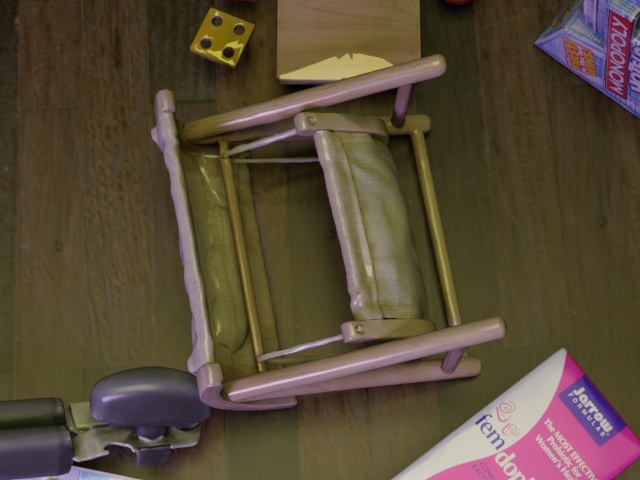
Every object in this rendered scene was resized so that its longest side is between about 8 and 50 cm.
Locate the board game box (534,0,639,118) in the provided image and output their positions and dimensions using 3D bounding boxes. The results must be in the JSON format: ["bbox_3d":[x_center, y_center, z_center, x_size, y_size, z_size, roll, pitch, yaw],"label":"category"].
[{"bbox_3d":[0.285,-0.181,1.252,0.194,0.194,0.060,33,75,23],"label":"board game box"}]

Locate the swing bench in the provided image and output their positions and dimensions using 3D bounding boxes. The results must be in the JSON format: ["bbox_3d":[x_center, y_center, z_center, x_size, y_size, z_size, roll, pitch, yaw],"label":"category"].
[{"bbox_3d":[0.000,0.000,1.185,0.255,0.165,0.253,-9,73,-4],"label":"swing bench"}]

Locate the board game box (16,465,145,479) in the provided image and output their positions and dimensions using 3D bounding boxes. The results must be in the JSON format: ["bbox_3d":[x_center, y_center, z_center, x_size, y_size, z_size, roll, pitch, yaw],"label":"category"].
[{"bbox_3d":[-0.229,0.378,1.134,0.390,0.050,0.390,11,74,3],"label":"board game box"}]

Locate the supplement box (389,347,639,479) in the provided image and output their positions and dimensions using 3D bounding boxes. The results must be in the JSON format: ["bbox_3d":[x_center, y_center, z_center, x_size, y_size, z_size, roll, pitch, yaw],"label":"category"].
[{"bbox_3d":[0.145,0.205,1.156,0.220,0.114,0.111,-36,76,-12],"label":"supplement box"}]

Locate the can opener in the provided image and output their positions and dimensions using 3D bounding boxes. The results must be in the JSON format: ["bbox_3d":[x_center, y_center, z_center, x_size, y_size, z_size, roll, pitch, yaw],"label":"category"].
[{"bbox_3d":[-0.231,0.149,1.154,0.280,0.093,0.074,-6,30,-17],"label":"can opener"}]

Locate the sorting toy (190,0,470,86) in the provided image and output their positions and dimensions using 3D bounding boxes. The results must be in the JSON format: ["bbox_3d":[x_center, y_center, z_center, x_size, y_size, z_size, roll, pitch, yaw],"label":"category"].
[{"bbox_3d":[0.017,-0.204,1.308,0.274,0.046,0.132,0,74,-1],"label":"sorting toy"}]
